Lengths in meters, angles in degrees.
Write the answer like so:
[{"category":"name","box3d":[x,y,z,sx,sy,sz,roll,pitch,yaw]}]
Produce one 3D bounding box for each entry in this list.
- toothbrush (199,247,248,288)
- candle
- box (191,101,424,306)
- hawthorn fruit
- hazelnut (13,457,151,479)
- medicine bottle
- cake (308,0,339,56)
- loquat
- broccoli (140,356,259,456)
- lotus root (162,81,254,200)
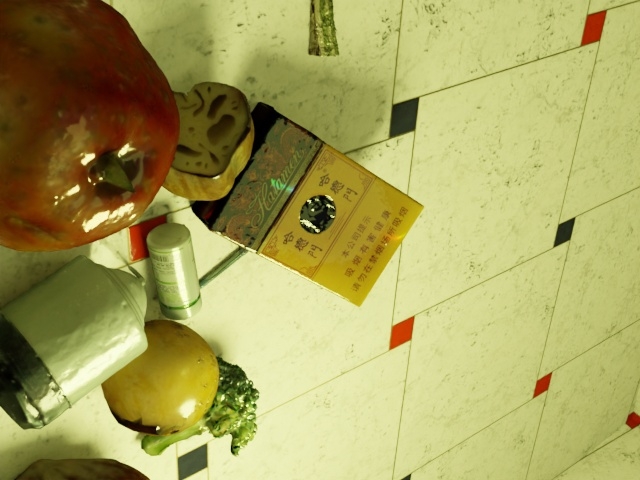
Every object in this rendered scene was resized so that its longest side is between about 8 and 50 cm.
[{"category":"toothbrush","box3d":[-0.235,0.086,1.939,0.219,0.016,0.019,-41,140,-15]},{"category":"candle","box3d":[-0.436,0.158,1.638,0.342,0.221,0.221,-38,138,-21]},{"category":"box","box3d":[-0.022,-0.065,1.884,0.415,0.116,0.264,30,96,-34]},{"category":"hawthorn fruit","box3d":[-0.377,-0.156,1.343,0.403,0.403,0.402,-25,133,-31]},{"category":"hazelnut","box3d":[-0.481,0.609,1.830,0.409,0.359,0.359,-34,137,-35]},{"category":"medicine bottle","box3d":[-0.283,0.061,1.821,0.086,0.086,0.183,-27,134,-29]},{"category":"cake","box3d":[0.008,-0.415,1.794,0.051,0.055,0.140,-17,127,-28]},{"category":"loquat","box3d":[-0.312,0.270,1.837,0.235,0.235,0.235,-25,133,-31]},{"category":"broccoli","box3d":[-0.242,0.392,2.029,0.275,0.198,0.177,-56,-174,13]},{"category":"lotus root","box3d":[-0.211,-0.167,1.677,0.180,0.188,0.199,77,36,-67]}]
